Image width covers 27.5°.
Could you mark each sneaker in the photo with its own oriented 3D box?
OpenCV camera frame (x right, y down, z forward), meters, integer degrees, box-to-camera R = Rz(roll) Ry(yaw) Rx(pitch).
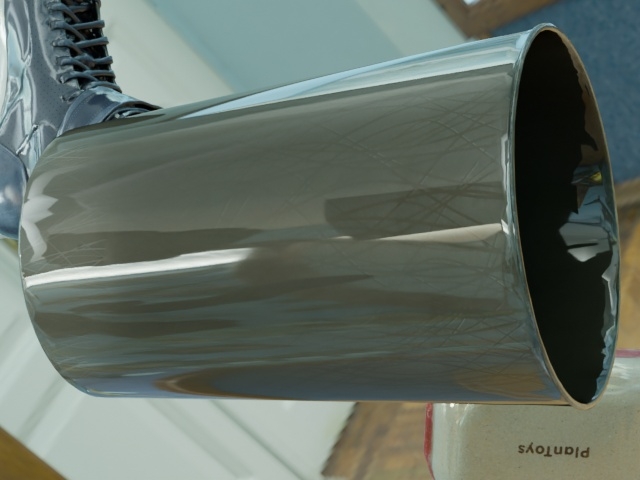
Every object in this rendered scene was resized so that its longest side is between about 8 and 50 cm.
[{"bbox_3d":[-0.132,-0.104,0.806,0.163,0.086,0.226,8,92,37],"label":"sneaker"}]

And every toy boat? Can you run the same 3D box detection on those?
[{"bbox_3d":[0.205,0.150,1.152,0.231,0.151,0.151,2,21,0],"label":"toy boat"}]

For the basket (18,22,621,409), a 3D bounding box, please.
[{"bbox_3d":[0.000,0.000,0.569,0.227,0.154,0.204,-5,-2,23],"label":"basket"}]
